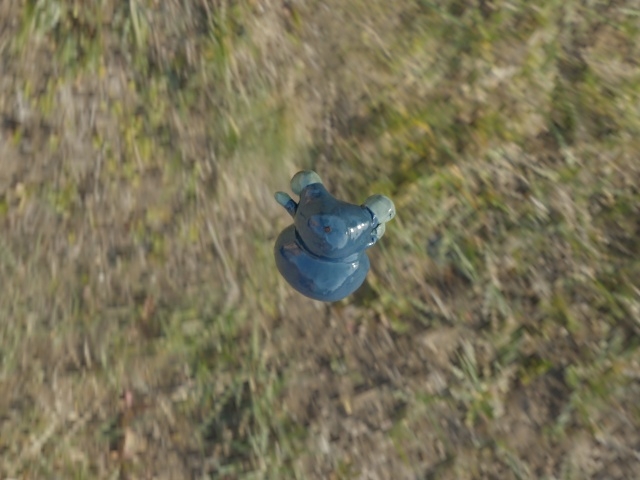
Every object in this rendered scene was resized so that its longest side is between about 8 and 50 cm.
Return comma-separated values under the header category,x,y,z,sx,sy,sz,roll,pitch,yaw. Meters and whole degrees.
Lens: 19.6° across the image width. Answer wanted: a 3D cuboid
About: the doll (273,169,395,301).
category,x,y,z,sx,sy,sz,roll,pitch,yaw
doll,0.000,0.000,1.180,0.076,0.050,0.083,24,135,8
